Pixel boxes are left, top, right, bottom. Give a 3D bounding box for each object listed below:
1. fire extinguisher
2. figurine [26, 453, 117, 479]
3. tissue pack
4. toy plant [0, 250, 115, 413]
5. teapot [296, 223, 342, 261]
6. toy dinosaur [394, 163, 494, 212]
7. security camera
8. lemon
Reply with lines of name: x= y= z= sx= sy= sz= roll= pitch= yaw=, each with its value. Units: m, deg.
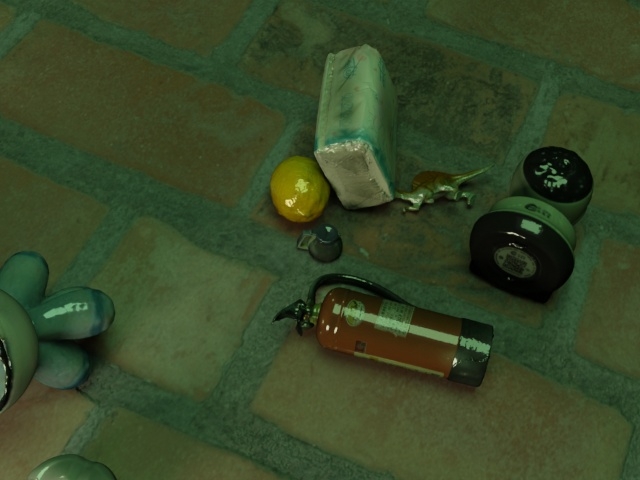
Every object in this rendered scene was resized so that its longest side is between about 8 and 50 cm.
fire extinguisher: x=0.111 y=0.151 z=1.758 sx=0.376 sy=0.113 sz=0.200 roll=13 pitch=12 yaw=3
figurine: x=-0.380 y=0.437 z=1.469 sx=0.176 sy=0.133 sz=0.236 roll=19 pitch=56 yaw=-3
tissue pack: x=0.077 y=-0.221 z=1.941 sx=0.124 sy=0.201 sz=0.271 roll=-7 pitch=52 yaw=16
toy plant: x=-0.476 y=0.141 z=1.607 sx=0.247 sy=0.247 sz=0.332 roll=34 pitch=26 yaw=18
teapot: x=0.000 y=0.000 z=1.867 sx=0.088 sy=0.057 sz=0.066 roll=4 pitch=53 yaw=-3
toy dinosaur: x=0.238 y=-0.109 z=1.984 sx=0.142 sy=0.057 sz=0.212 roll=23 pitch=41 yaw=35
security camera: x=0.415 y=-0.052 z=1.865 sx=0.197 sy=0.191 sz=0.277 roll=24 pitch=55 yaw=14
lemon: x=-0.040 y=-0.102 z=1.904 sx=0.114 sy=0.114 sz=0.155 roll=-4 pitch=51 yaw=-9
